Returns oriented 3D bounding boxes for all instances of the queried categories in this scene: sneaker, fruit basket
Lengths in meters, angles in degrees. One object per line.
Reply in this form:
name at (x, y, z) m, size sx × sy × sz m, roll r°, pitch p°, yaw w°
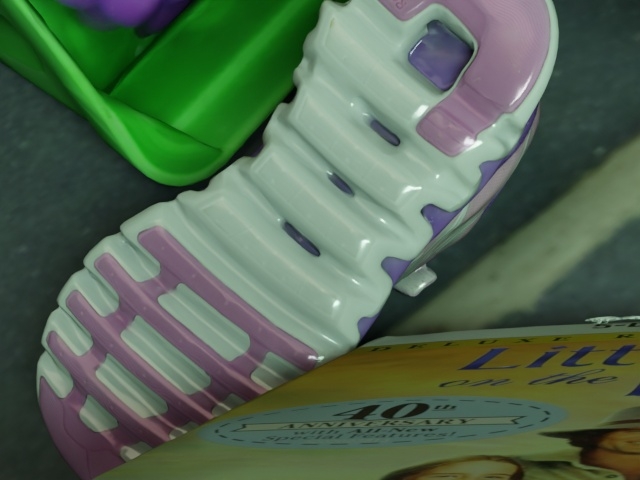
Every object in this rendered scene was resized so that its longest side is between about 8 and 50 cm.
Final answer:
sneaker at (0.000, 0.000, 0.614) m, size 0.095 × 0.104 × 0.236 m, roll 45°, pitch 97°, yaw 15°
fruit basket at (-0.006, -0.233, 0.689) m, size 0.392 × 0.283 × 0.392 m, roll -25°, pitch 31°, yaw 17°

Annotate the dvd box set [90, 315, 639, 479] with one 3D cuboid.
dvd box set at (0.078, 0.077, 0.324) m, size 0.307 × 0.062 × 0.420 m, roll -3°, pitch 6°, yaw 24°
